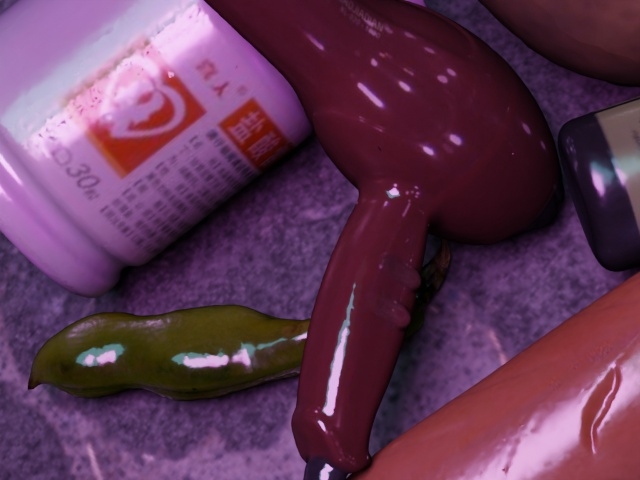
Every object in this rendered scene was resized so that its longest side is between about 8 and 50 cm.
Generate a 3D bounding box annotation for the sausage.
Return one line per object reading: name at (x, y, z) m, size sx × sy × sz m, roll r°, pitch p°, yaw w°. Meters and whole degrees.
sausage at (0.141, 0.123, 0.783) m, size 0.304 × 0.121 × 0.121 m, roll -35°, pitch 61°, yaw 4°

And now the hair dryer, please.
hair dryer at (0.000, 0.000, 0.778) m, size 0.123 × 0.312 × 0.340 m, roll -7°, pitch 59°, yaw 49°

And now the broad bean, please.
broad bean at (-0.058, 0.063, 0.927) m, size 0.318 × 0.056 × 0.098 m, roll -17°, pitch 48°, yaw 6°

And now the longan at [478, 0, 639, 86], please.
longan at (0.204, -0.245, 0.834) m, size 0.297 × 0.297 × 0.297 m, roll -8°, pitch 66°, yaw 18°

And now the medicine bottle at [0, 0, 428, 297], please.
medicine bottle at (-0.100, -0.128, 0.934) m, size 0.316 × 0.202 × 0.202 m, roll -38°, pitch 61°, yaw 3°

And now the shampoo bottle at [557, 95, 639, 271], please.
shampoo bottle at (0.293, -0.068, 0.811) m, size 0.284 × 0.101 × 0.101 m, roll -18°, pitch 63°, yaw 6°
